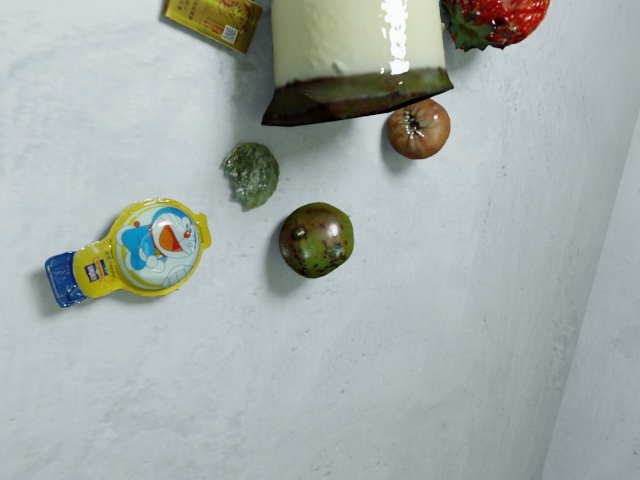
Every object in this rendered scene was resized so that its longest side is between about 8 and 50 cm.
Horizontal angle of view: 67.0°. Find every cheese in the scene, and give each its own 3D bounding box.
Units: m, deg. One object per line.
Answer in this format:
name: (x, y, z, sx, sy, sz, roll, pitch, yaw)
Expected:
cheese: (-0.304, 0.025, 0.803, 0.270, 0.069, 0.177, -23, 118, -34)

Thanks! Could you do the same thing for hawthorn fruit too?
hawthorn fruit: (0.252, -0.260, 1.148, 0.189, 0.149, 0.149, 2, 102, -37)

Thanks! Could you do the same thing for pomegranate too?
pomegranate: (0.000, 0.000, 1.019, 0.205, 0.159, 0.159, 0, 105, -67)

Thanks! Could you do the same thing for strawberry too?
strawberry: (0.418, -0.586, 1.112, 0.288, 0.250, 0.238, -48, 133, 2)

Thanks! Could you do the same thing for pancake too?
pancake: (-0.129, -0.128, 0.939, 0.116, 0.022, 0.130, -33, 123, -32)

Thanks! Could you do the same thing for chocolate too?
chocolate: (0.044, -0.368, 0.837, 0.326, 0.314, 0.297, -27, 112, -30)

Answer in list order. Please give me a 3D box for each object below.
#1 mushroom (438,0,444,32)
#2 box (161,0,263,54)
mushroom: (0.232, -0.596, 1.023, 0.122, 0.159, 0.329, 6, 106, -1)
box: (-0.176, -0.382, 0.805, 0.156, 0.022, 0.089, 9, 113, -42)
